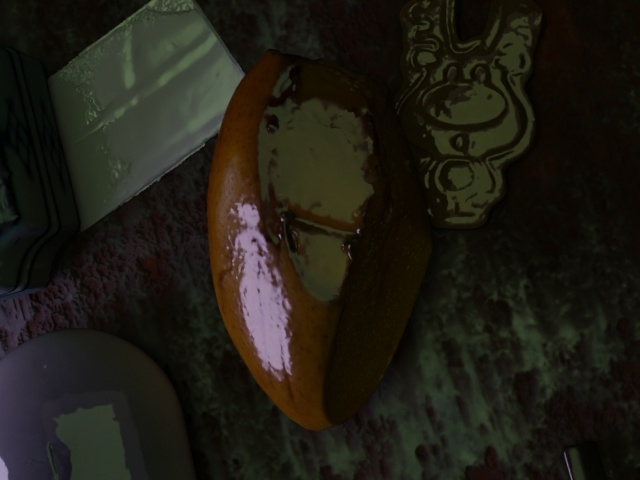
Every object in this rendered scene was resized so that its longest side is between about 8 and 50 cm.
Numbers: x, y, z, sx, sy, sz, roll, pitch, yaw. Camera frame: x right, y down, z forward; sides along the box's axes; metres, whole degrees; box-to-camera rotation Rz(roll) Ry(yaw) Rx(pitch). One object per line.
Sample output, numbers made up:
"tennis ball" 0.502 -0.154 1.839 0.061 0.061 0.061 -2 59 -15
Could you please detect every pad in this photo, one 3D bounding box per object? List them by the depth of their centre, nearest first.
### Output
"pad" -0.189 -0.132 1.731 0.232 0.004 0.156 -36 80 10

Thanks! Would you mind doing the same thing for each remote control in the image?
"remote control" -0.225 0.249 1.671 0.221 0.103 0.332 -13 85 7

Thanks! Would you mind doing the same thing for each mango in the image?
"mango" 0.000 0.000 1.598 0.201 0.199 0.350 -2 99 -24

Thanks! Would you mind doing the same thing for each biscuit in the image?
"biscuit" 0.135 -0.128 1.641 0.144 0.040 0.236 4 86 19

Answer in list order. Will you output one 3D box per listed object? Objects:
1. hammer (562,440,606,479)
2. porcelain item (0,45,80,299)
"hammer" 0.283 0.360 1.566 0.111 0.043 0.365 -11 79 -15
"porcelain item" -0.401 -0.062 1.701 0.286 0.157 0.281 -13 86 15
